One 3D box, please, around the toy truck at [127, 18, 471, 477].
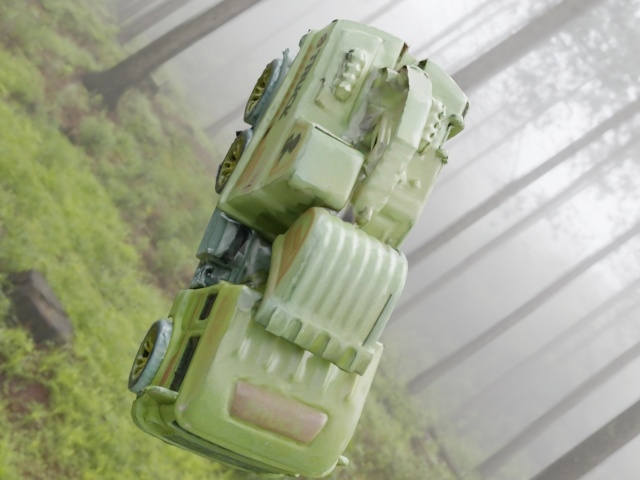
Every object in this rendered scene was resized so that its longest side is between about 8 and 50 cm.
[{"bbox_3d":[0.000,0.000,0.387,0.085,0.191,0.116,27,-16,-16],"label":"toy truck"}]
